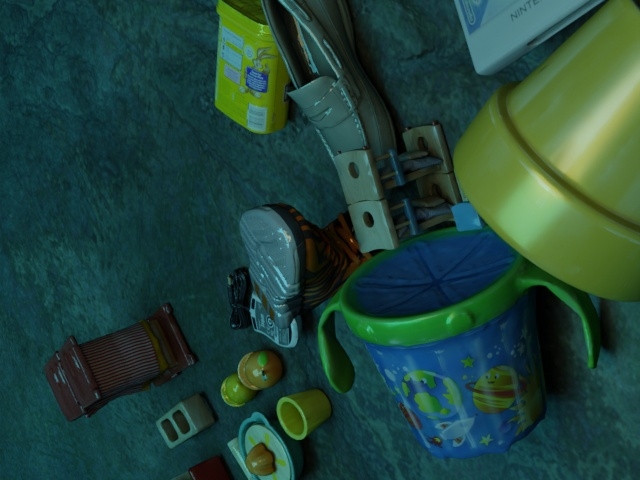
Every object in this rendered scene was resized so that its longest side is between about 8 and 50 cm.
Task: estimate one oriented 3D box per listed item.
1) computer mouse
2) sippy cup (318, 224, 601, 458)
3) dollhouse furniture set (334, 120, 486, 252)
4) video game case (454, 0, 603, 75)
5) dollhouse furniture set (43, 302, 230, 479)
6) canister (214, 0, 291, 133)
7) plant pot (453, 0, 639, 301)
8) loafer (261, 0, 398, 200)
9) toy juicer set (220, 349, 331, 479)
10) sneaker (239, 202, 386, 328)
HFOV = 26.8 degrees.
[{"bbox_3d":[-0.078,0.111,2.039,0.193,0.042,0.106,24,121,50],"label":"computer mouse"},{"bbox_3d":[0.165,0.130,1.611,0.305,0.240,0.224,16,132,57],"label":"sippy cup"},{"bbox_3d":[0.134,-0.072,1.606,0.184,0.129,0.128,-7,102,53],"label":"dollhouse furniture set"},{"bbox_3d":[0.212,-0.379,1.371,0.300,0.036,0.329,-32,69,53],"label":"video game case"},{"bbox_3d":[-0.284,0.318,2.264,0.152,0.201,0.374,-39,76,52],"label":"dollhouse furniture set"},{"bbox_3d":[-0.090,-0.246,1.843,0.126,0.073,0.169,37,135,35],"label":"canister"},{"bbox_3d":[0.296,-0.110,1.313,0.254,0.254,0.239,48,123,25],"label":"plant pot"},{"bbox_3d":[0.007,-0.191,1.717,0.112,0.111,0.319,-20,92,53],"label":"loafer"},{"bbox_3d":[-0.103,0.316,2.132,0.209,0.089,0.329,42,137,29],"label":"toy juicer set"},{"bbox_3d":[0.000,0.000,1.746,0.124,0.180,0.321,59,169,13],"label":"sneaker"}]
